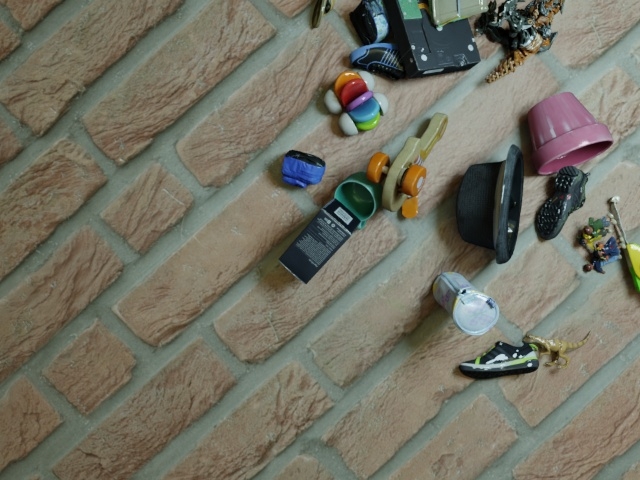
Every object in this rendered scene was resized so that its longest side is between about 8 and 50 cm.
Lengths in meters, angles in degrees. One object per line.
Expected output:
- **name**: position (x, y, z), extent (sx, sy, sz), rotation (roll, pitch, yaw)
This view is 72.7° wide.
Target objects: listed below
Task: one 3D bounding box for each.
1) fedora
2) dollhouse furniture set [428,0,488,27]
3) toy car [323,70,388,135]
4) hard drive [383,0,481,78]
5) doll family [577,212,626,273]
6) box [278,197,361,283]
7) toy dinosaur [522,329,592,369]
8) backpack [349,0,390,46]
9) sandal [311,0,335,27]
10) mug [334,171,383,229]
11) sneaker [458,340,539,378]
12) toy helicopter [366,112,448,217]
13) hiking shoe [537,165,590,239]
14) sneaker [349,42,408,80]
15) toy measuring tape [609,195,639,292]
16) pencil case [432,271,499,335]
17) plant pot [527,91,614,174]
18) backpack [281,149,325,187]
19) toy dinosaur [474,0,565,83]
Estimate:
- **fedora**: position (0.476, -0.103, 1.235), extent (0.153, 0.334, 0.333), rotation (6, 91, 30)
- **dollhouse furniture set**: position (0.348, -0.776, 1.221), extent (0.198, 0.151, 0.301), rotation (-22, 119, -16)
- **toy car**: position (0.107, -0.408, 1.264), extent (0.159, 0.136, 0.182), rotation (-33, 90, 0)
- **hard drive**: position (0.310, -0.649, 1.257), extent (0.237, 0.064, 0.338), rotation (-18, 90, -23)
- **doll family**: position (0.832, 0.015, 1.301), extent (0.111, 0.076, 0.192), rotation (-28, 93, -4)
- **box**: position (0.000, 0.000, 1.230), extent (0.108, 0.153, 0.207), rotation (42, 112, 0)
- **toy dinosaur**: position (0.727, 0.324, 1.308), extent (0.212, 0.064, 0.112), rotation (4, 89, 0)
- **backpack**: position (0.155, -0.642, 1.280), extent (0.084, 0.105, 0.114), rotation (-29, 100, -20)
- **sandal**: position (0.022, -0.722, 1.303), extent (0.049, 0.072, 0.180), rotation (20, 86, -22)
- **mug**: position (0.113, -0.126, 1.282), extent (0.129, 0.097, 0.157), rotation (37, 133, 4)
- **sneaker**: position (0.534, 0.357, 1.315), extent (0.235, 0.084, 0.097), rotation (-7, 54, 7)
- **toy helicopter**: position (0.279, -0.224, 1.254), extent (0.140, 0.235, 0.355), rotation (25, 66, 27)
- **hiking shoe**: position (0.733, -0.101, 1.289), extent (0.114, 0.086, 0.226), rotation (9, 109, -23)
- **sneaker**: position (0.204, -0.525, 1.291), extent (0.233, 0.081, 0.090), rotation (-5, 83, -1)
- **toy measuring tape**: position (0.963, 0.014, 1.282), extent (0.122, 0.121, 0.329), rotation (-13, 83, 0)
- **pencil case**: position (0.390, 0.166, 1.205), extent (0.124, 0.273, 0.113), rotation (44, 97, -2)
- **plant pot**: position (0.693, -0.312, 1.248), extent (0.202, 0.201, 0.180), rotation (-16, 75, 0)
- **backpack**: position (-0.048, -0.209, 1.290), extent (0.120, 0.098, 0.101), rotation (14, 120, 0)
- **toy dinosaur**: position (0.585, -0.608, 1.264), extent (0.218, 0.164, 0.321), rotation (34, 69, -16)
